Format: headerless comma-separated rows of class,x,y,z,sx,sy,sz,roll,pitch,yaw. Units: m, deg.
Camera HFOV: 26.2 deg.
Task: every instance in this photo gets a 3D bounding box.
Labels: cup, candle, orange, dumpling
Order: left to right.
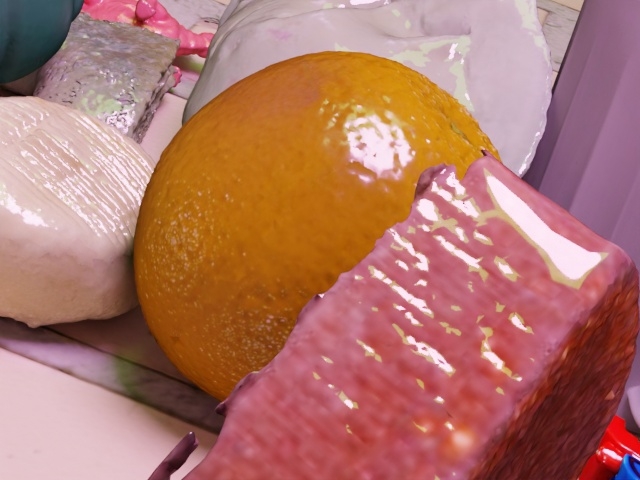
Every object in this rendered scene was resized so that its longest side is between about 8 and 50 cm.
orange,0.000,0.000,0.824,0.236,0.236,0.236,14,28,-8
dumpling,0.026,-0.101,1.070,0.320,0.212,0.270,28,62,15
candle,0.055,0.101,0.631,0.131,0.287,0.317,36,29,21
cup,0.266,-0.035,0.944,0.236,0.327,0.323,15,29,-5

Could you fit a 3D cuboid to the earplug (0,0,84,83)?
earplug,-0.327,-0.195,1.056,0.280,0.164,0.257,-6,28,-24

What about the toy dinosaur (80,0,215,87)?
toy dinosaur,-0.209,-0.213,1.285,0.286,0.070,0.139,16,17,2

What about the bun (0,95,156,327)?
bun,-0.178,-0.012,0.886,0.164,0.111,0.188,37,26,0

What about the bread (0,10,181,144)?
bread,-0.186,-0.140,1.152,0.172,0.064,0.232,-8,39,-37

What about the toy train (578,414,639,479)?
toy train,0.221,0.194,0.763,0.204,0.083,0.131,31,32,24
